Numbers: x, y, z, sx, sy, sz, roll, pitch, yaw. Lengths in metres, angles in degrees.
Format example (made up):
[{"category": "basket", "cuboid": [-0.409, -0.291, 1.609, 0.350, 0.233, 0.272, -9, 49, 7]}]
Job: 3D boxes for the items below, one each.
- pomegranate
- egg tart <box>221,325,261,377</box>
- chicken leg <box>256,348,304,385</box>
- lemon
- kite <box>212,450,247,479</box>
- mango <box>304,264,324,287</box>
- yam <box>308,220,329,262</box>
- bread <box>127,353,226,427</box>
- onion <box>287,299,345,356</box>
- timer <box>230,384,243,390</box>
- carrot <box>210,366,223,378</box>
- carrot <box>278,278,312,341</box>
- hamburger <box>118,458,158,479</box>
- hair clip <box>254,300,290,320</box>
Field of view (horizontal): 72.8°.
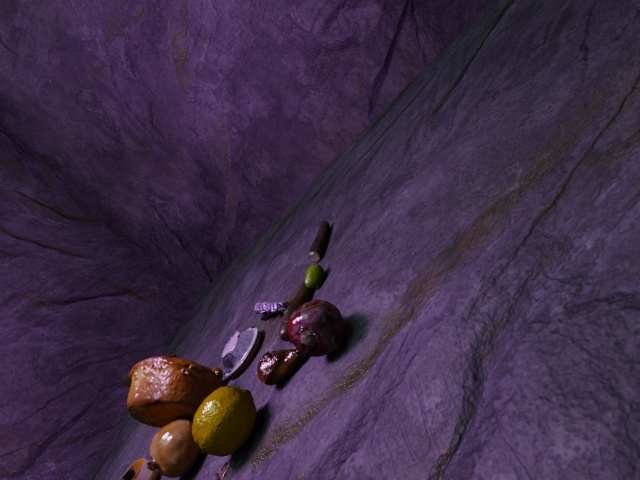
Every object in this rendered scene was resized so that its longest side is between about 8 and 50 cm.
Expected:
[{"category": "pomegranate", "cuboid": [-0.499, 0.713, 1.482, 0.196, 0.196, 0.196, -46, 15, 17]}, {"category": "egg tart", "cuboid": [-0.341, 0.454, 1.800, 0.234, 0.094, 0.234, -47, 18, 20]}, {"category": "chicken leg", "cuboid": [-0.095, 0.364, 1.337, 0.251, 0.087, 0.107, -36, 38, 25]}, {"category": "lemon", "cuboid": [-0.283, 0.530, 1.280, 0.193, 0.180, 0.180, -34, 15, -2]}, {"category": "kite", "cuboid": [-0.271, 0.686, 1.199, 0.229, 0.012, 0.250, -55, 16, -11]}, {"category": "mango", "cuboid": [-0.025, 0.138, 1.665, 0.056, 0.073, 0.108, 100, -163, -51]}, {"category": "yam", "cuboid": [0.000, 0.000, 1.961, 0.061, 0.061, 0.274, -41, 17, 33]}, {"category": "bread", "cuboid": [-0.556, 0.583, 1.643, 0.358, 0.337, 0.204, -19, 38, 26]}, {"category": "onion", "cuboid": [-0.005, 0.237, 1.235, 0.159, 0.159, 0.195, -45, 0, 20]}, {"category": "timer", "cuboid": [-0.315, 0.576, 1.520, 0.128, 0.047, 0.140, -58, 16, -20]}, {"category": "carrot", "cuboid": [-0.471, 0.603, 1.823, 0.225, 0.067, 0.067, -52, 12, 30]}, {"category": "carrot", "cuboid": [-0.081, 0.234, 1.622, 0.070, 0.070, 0.342, -39, 18, 39]}, {"category": "hamburger", "cuboid": [-0.714, 0.954, 1.678, 0.173, 0.116, 0.210, -13, 36, 54]}, {"category": "hair clip", "cuboid": [-0.206, 0.292, 1.831, 0.106, 0.084, 0.292, -9, -7, -32]}]
